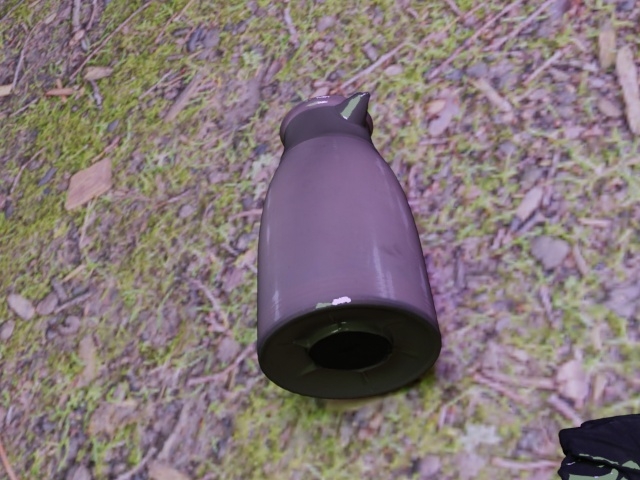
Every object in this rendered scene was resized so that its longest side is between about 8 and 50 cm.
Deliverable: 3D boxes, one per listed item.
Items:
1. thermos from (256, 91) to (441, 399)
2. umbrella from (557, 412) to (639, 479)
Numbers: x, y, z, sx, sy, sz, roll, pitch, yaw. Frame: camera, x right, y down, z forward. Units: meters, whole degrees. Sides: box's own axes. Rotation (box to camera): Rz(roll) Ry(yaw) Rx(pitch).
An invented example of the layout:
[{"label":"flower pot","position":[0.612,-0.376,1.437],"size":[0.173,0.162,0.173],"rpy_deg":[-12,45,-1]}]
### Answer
[{"label":"thermos","position":[0.000,0.000,0.575],"size":[0.137,0.105,0.193],"rpy_deg":[-48,36,40]},{"label":"umbrella","position":[0.227,0.089,0.403],"size":[0.236,0.059,0.066],"rpy_deg":[-20,71,21]}]
